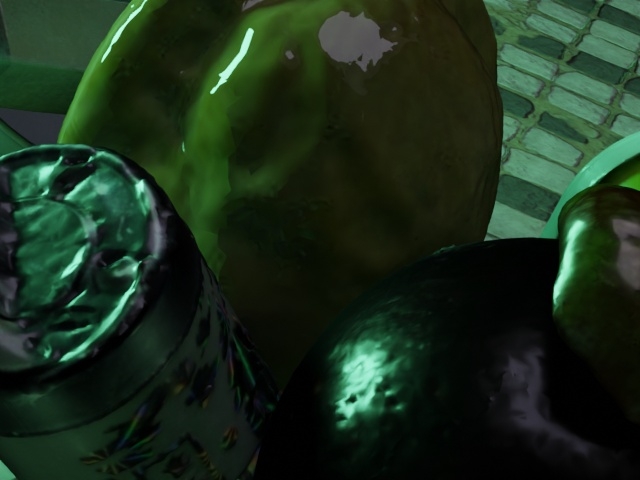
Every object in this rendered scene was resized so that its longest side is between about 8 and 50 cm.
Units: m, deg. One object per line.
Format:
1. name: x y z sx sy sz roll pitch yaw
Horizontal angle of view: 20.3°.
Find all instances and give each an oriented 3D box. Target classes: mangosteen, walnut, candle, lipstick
1. mangosteen: 0.166 0.158 1.037 0.382 0.435 0.382 15 58 -24
2. walnut: -0.024 -0.047 1.357 0.383 0.384 0.383 16 27 -8
3. candle: -0.128 0.094 1.145 0.187 0.330 0.187 -11 51 14
4. lipstick: -0.186 -0.152 1.499 0.371 0.076 0.080 3 63 -44

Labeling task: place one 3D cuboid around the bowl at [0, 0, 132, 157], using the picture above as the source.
1. bowl: -0.254 -0.174 1.621 0.345 0.157 0.346 23 51 -32

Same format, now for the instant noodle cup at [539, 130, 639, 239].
1. instant noodle cup: 0.343 0.101 1.478 0.293 0.294 0.308 7 37 -24
